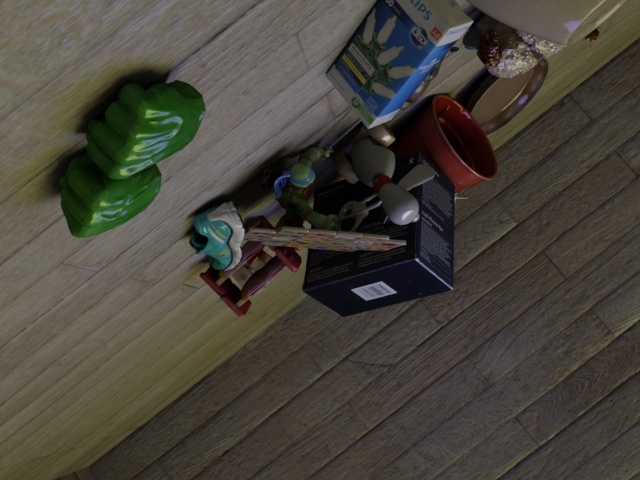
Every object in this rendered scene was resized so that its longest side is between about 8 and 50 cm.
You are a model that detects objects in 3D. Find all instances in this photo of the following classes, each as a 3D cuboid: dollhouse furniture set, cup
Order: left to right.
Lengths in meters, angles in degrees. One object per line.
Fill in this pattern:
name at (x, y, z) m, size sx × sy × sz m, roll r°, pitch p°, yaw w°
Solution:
dollhouse furniture set at (-0.162, 0.038, 2.179) m, size 0.201 × 0.152 × 0.374 m, roll -41°, pitch -173°, yaw 12°
cup at (0.420, -0.486, 1.455) m, size 0.331 × 0.237 × 0.331 m, roll -36°, pitch 171°, yaw -7°

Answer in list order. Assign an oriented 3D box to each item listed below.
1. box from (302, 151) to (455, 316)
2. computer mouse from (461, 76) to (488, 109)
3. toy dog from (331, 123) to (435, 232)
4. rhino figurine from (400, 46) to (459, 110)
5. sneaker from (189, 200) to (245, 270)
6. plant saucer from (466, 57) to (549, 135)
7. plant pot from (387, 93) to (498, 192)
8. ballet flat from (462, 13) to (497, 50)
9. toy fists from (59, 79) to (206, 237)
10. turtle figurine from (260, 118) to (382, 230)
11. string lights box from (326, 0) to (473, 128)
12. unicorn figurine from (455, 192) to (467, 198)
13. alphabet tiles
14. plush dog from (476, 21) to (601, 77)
box at (0.152, -0.008, 2.093) m, size 0.343 × 0.312 × 0.179 m, roll -17°, pitch 143°, yaw 35°
computer mouse at (0.493, -0.432, 2.512) m, size 0.184 × 0.060 × 0.262 m, roll -29°, pitch 156°, yaw -22°
toy dog at (0.155, -0.133, 1.914) m, size 0.220 × 0.333 × 0.161 m, roll -30°, pitch 136°, yaw 32°
rhino figurine at (0.210, -0.362, 1.756) m, size 0.106 × 0.073 × 0.243 m, roll -22°, pitch 160°, yaw -47°
sneaker at (-0.234, -0.008, 1.809) m, size 0.110 × 0.107 × 0.275 m, roll -15°, pitch 160°, yaw -14°
plant saucer at (0.537, -0.431, 2.437) m, size 0.311 × 0.050 × 0.310 m, roll -32°, pitch 157°, yaw -15°
plant pot at (0.297, -0.217, 2.271) m, size 0.265 × 0.272 × 0.272 m, roll -34°, pitch 174°, yaw 33°
ballet flat at (0.397, -0.499, 1.868) m, size 0.213 × 0.072 × 0.068 m, roll -33°, pitch 142°, yaw -29°
toy fists at (-0.273, -0.109, 1.134) m, size 0.279 × 0.096 × 0.142 m, roll -47°, pitch 177°, yaw 38°
turtle figurine at (0.000, -0.102, 1.837) m, size 0.275 × 0.197 × 0.266 m, roll -28°, pitch 173°, yaw -23°
string lights box at (0.131, -0.330, 1.431) m, size 0.077 × 0.133 × 0.259 m, roll -28°, pitch 166°, yaw -42°
unicorn figurine at (0.294, -0.082, 2.183) m, size 0.060 × 0.162 × 0.111 m, roll 49°, pitch 51°, yaw -54°
alphabet tiles at (0.000, 0.000, 1.817) m, size 0.343 × 0.011 × 0.285 m, roll 5°, pitch 172°, yaw -13°
plush dog at (0.450, -0.438, 1.773) m, size 0.225 × 0.210 × 0.262 m, roll -41°, pitch 158°, yaw 28°
